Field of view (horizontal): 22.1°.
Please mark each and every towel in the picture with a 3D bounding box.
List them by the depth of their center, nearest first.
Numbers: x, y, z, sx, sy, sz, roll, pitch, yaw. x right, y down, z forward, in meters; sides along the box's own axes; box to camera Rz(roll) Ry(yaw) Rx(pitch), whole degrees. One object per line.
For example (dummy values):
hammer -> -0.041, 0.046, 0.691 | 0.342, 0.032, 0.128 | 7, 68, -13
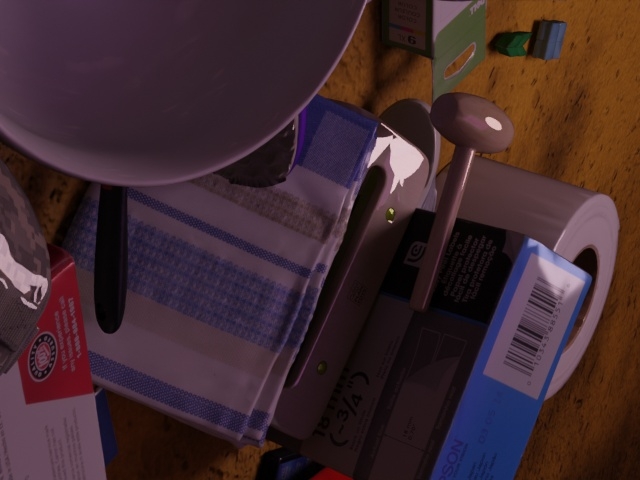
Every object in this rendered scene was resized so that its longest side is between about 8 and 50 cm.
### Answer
towel -> -0.089, -0.001, 1.280 | 0.285, 0.209, 0.034 | -68, -162, -7

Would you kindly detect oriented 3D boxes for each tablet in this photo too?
tablet -> -0.190, 0.164, 1.354 | 0.054, 0.006, 0.083 | -48, 146, -38

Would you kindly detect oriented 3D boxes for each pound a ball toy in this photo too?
pound a ball toy -> 0.000, 0.000, 1.381 | 0.135, 0.208, 0.319 | 32, 78, -39

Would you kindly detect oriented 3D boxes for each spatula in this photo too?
spatula -> -0.140, -0.074, 1.193 | 0.030, 0.084, 0.296 | -1, 106, -41

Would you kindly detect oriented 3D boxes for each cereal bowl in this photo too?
cereal bowl -> -0.129, -0.211, 1.019 | 0.339, 0.141, 0.339 | -13, 111, -36

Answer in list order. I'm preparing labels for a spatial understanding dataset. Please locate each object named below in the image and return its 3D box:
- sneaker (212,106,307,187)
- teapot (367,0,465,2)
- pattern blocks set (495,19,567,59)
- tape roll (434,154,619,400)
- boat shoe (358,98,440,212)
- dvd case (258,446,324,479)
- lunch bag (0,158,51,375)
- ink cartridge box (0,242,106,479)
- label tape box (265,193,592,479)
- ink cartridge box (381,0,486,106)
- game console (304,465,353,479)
sneaker -> -0.049, -0.191, 1.225 | 0.146, 0.102, 0.293 | -42, 126, -55
teapot -> 0.074, -0.311, 1.338 | 0.256, 0.187, 0.253 | -16, 108, -48
pattern blocks set -> 0.264, -0.360, 1.839 | 0.285, 0.026, 0.325 | 3, 104, -62
tape roll -> 0.210, 0.041, 1.846 | 0.246, 0.169, 0.246 | -40, 140, -44
boat shoe -> 0.077, -0.043, 1.654 | 0.081, 0.079, 0.228 | -40, 146, -60
dvd case -> -0.008, 0.292, 1.764 | 0.253, 0.022, 0.180 | -6, 112, -61
lunch bag -> -0.282, -0.053, 0.759 | 0.213, 0.256, 0.305 | -61, 151, -19
ink cartridge box -> -0.283, 0.154, 1.033 | 0.306, 0.131, 0.226 | -41, 141, -43
label tape box -> 0.051, 0.092, 1.468 | 0.106, 0.333, 0.241 | 27, 83, -40
ink cartridge box -> 0.111, -0.249, 1.584 | 0.109, 0.062, 0.209 | -45, 144, -41
game console -> -0.018, 0.395, 1.742 | 0.342, 0.060, 0.387 | -25, 135, -47
